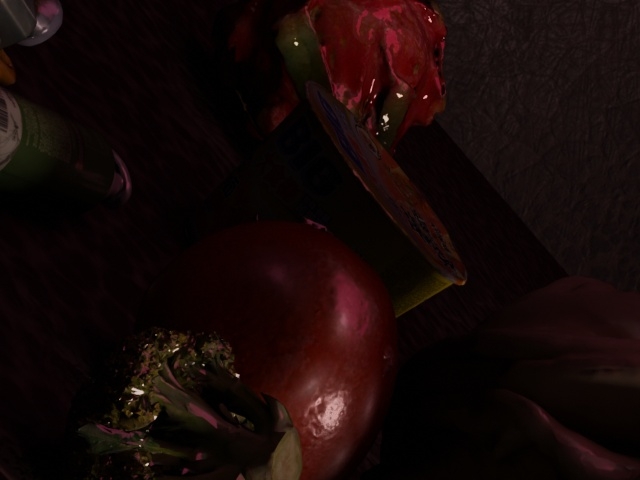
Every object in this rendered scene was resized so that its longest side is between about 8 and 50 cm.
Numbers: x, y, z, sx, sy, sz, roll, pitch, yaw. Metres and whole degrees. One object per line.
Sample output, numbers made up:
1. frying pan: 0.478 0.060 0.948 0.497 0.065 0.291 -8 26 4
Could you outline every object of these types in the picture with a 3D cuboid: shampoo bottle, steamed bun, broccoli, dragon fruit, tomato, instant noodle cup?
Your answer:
1. shampoo bottle: -0.178 -0.056 0.992 0.065 0.065 0.204 56 13 22
2. steamed bun: 0.137 0.185 0.941 0.247 0.352 0.339 14 -9 -15
3. broccoli: -0.068 0.103 0.797 0.130 0.120 0.131 -47 136 -52
4. dragon fruit: 0.010 -0.180 1.683 0.231 0.237 0.302 16 42 -34
5. tomato: -0.034 0.078 0.936 0.167 0.167 0.167 48 12 -14
6. instant noodle cup: 0.000 0.000 1.273 0.205 0.153 0.205 47 11 -12

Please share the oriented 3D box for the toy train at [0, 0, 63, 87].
1. toy train: -0.236 -0.175 0.994 0.089 0.127 0.219 61 10 -53
